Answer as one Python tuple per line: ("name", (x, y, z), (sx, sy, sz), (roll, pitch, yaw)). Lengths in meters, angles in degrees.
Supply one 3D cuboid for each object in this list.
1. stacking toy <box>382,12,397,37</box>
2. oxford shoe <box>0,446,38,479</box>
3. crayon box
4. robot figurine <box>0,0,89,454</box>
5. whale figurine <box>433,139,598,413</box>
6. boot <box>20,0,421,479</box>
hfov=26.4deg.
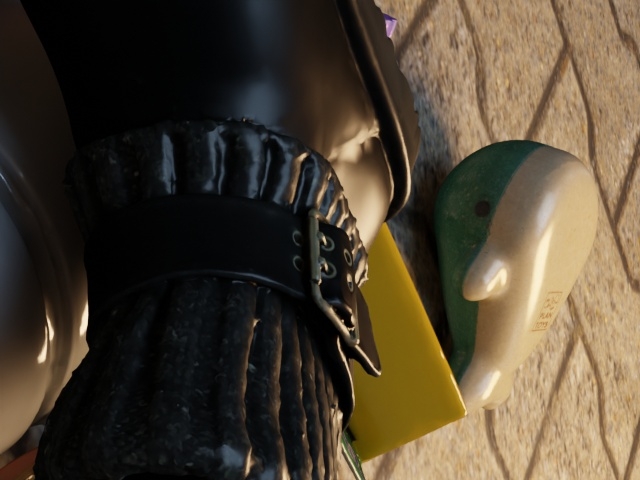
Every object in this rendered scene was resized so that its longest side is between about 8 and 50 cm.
("stacking toy", (0.025, -0.174, 1.095), (0.221, 0.052, 0.167), (-13, 127, -59))
("oxford shoe", (-0.039, 0.186, 0.777), (0.397, 0.147, 0.140), (17, 81, -58))
("crayon box", (0.000, 0.000, 0.904), (0.323, 0.083, 0.203), (-112, 177, -59))
("robot figurine", (-0.171, -0.016, 0.661), (0.300, 0.200, 0.353), (49, 37, -5))
("whale figurine", (0.165, 0.032, 1.334), (0.216, 0.141, 0.272), (-1, 111, -60))
("boot", (-0.064, -0.028, 0.514), (0.348, 0.131, 0.260), (54, 41, -40))
